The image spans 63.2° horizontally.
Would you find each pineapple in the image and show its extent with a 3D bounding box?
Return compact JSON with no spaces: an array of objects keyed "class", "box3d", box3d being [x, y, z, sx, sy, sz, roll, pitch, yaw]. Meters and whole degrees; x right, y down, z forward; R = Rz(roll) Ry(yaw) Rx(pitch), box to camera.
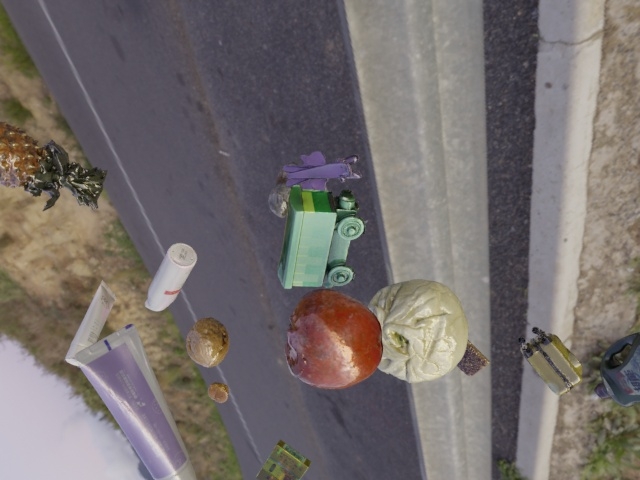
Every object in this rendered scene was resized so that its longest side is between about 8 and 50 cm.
[{"class":"pineapple","box3d":[-0.646,-0.157,1.185,0.141,0.170,0.310,-18,150,41]}]

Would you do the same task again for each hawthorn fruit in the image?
[{"class":"hawthorn fruit","box3d":[0.024,0.171,0.900,0.173,0.173,0.173,42,153,28]}]

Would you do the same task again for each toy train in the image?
[{"class":"toy train","box3d":[0.000,0.000,1.348,0.120,0.203,0.300,-99,16,-50]}]

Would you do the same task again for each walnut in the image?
[{"class":"walnut","box3d":[-0.406,0.374,1.882,0.184,0.156,0.155,-110,8,-45]}]

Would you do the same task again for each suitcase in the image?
[{"class":"suitcase","box3d":[0.846,0.436,1.904,0.235,0.143,0.194,54,-169,13]}]

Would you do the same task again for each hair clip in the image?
[{"class":"hair clip","box3d":[0.011,-0.196,1.536,0.278,0.090,0.137,2,109,45]}]

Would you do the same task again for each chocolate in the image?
[{"class":"chocolate","box3d":[-0.130,-0.196,1.962,0.110,0.248,0.110,8,142,7]}]

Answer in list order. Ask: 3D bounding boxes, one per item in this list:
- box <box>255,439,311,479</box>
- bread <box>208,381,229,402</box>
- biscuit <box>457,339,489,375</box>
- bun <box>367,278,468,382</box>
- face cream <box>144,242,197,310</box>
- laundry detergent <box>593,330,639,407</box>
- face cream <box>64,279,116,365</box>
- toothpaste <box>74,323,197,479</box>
[{"class":"box","box3d":[-0.121,0.734,1.660,0.121,0.030,0.193,33,119,9]},{"class":"bread","box3d":[-0.379,0.564,1.937,0.083,0.046,0.081,43,120,-1]},{"class":"biscuit","box3d":[0.463,0.363,1.787,0.231,0.025,0.131,45,143,16]},{"class":"bun","box3d":[0.192,0.194,1.102,0.229,0.145,0.229,5,99,30]},{"class":"face cream","box3d":[-0.520,0.140,1.783,0.102,0.102,0.345,51,136,10]},{"class":"laundry detergent","box3d":[0.678,0.288,1.135,0.221,0.078,0.144,120,141,-57]},{"class":"face cream","box3d":[-0.643,0.237,1.470,0.058,0.243,0.092,1,141,10]},{"class":"toothpaste","box3d":[-0.358,0.358,1.065,0.080,0.125,0.371,0,116,53]}]
